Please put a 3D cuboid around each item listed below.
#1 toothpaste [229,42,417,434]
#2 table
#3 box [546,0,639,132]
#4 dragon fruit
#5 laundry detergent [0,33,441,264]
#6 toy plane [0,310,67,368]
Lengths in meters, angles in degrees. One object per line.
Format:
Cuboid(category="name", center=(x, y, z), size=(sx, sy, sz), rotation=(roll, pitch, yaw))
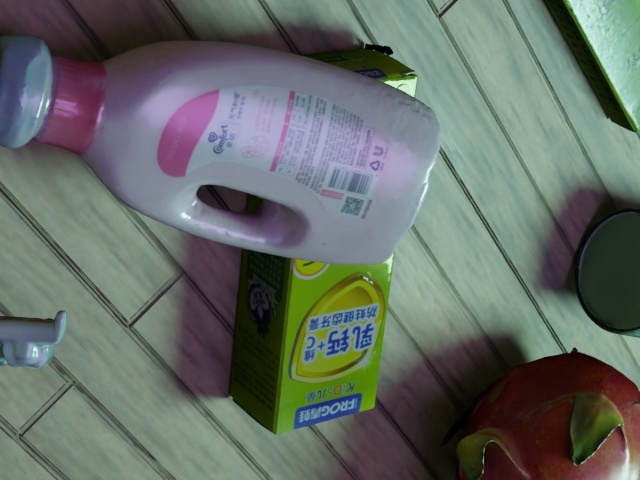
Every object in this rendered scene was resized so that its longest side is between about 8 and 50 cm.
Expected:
Cuboid(category="toothpaste", center=(0.000, 0.000, 1.392), size=(0.110, 0.077, 0.327), rotation=(-11, 119, -35))
Cuboid(category="table", center=(0.374, 0.045, 1.681), size=(0.220, 0.126, 0.126), rotation=(12, 105, -42))
Cuboid(category="box", center=(0.278, -0.256, 1.500), size=(0.173, 0.043, 0.311), rotation=(-48, 134, -9))
Cuboid(category="dragon fruit", center=(0.228, 0.226, 1.607), size=(0.227, 0.224, 0.224), rotation=(-42, 132, -20))
Cuboid(category="laundry detergent", center=(-0.083, -0.075, 1.220), size=(0.335, 0.088, 0.159), rotation=(12, 113, -22))
Cuboid(category="toy plane", center=(-0.292, 0.058, 1.109), size=(0.245, 0.245, 0.117), rotation=(3, 87, -40))
